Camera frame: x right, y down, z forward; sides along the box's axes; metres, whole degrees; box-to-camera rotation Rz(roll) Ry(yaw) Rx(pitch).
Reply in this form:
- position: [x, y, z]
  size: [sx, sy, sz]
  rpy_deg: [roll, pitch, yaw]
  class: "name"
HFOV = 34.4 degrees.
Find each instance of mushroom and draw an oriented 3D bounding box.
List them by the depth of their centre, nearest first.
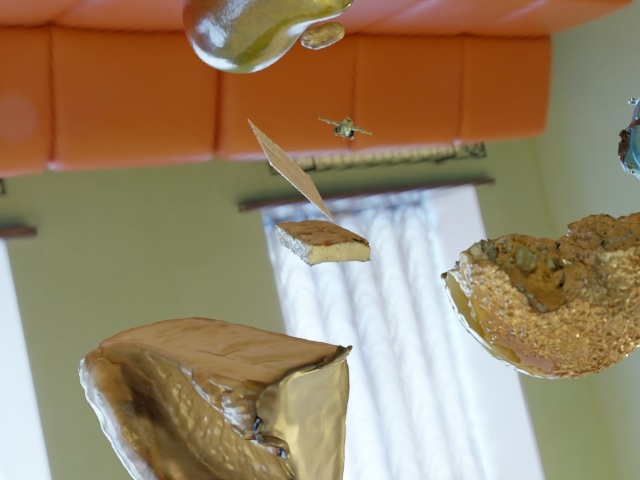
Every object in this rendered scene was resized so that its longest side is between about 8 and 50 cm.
- position: [-0.164, 0.277, 1.500]
  size: [0.397, 0.314, 0.224]
  rpy_deg: [11, -159, 33]
  class: "mushroom"

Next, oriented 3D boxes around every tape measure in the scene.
- position: [0.520, -0.142, 1.552]
  size: [0.146, 0.125, 0.081]
  rpy_deg: [13, 171, 8]
  class: "tape measure"

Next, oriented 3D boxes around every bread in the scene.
- position: [0.000, 0.000, 1.107]
  size: [0.068, 0.028, 0.153]
  rpy_deg: [-4, -169, -14]
  class: "bread"
- position: [0.301, 0.079, 1.262]
  size: [0.314, 0.192, 0.171]
  rpy_deg: [-7, -166, -25]
  class: "bread"

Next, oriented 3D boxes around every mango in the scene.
- position: [-0.068, -0.273, 1.145]
  size: [0.129, 0.146, 0.289]
  rpy_deg: [0, 167, -33]
  class: "mango"

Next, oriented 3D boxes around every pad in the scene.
- position: [-0.058, -0.138, 2.041]
  size: [0.004, 0.156, 0.232]
  rpy_deg: [-38, 136, 11]
  class: "pad"

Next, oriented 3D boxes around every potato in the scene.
- position: [0.004, -0.372, 1.879]
  size: [0.083, 0.040, 0.051]
  rpy_deg: [-14, 177, 12]
  class: "potato"

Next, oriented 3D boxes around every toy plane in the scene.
- position: [0.046, -0.207, 1.889]
  size: [0.102, 0.040, 0.111]
  rpy_deg: [11, -170, -3]
  class: "toy plane"
